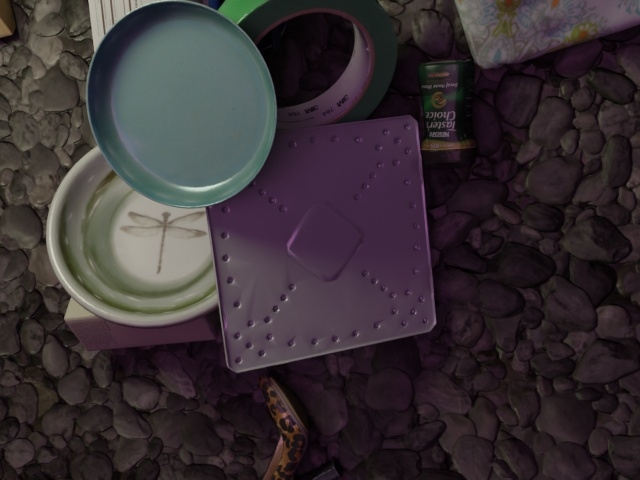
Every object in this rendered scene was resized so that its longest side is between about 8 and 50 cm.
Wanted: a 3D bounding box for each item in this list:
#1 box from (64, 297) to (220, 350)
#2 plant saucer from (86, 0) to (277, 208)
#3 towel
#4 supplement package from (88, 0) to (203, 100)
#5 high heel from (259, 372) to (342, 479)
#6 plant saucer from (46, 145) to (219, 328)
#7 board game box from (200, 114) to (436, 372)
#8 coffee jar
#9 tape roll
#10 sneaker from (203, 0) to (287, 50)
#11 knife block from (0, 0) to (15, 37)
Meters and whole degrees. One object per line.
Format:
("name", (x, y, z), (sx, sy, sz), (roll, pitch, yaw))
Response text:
("box", (-0.334, 0.134, 1.660), (0.275, 0.094, 0.113), (-6, 137, 13))
("plant saucer", (-0.211, -0.208, 1.346), (0.317, 0.044, 0.318), (5, 108, 15))
("towel", (0.382, -0.445, 1.339), (0.374, 0.090, 0.320), (-15, 131, 15))
("supplement package", (-0.266, -0.345, 1.498), (0.145, 0.262, 0.204), (-3, 100, 14))
("high heel", (-0.100, 0.394, 1.665), (0.186, 0.093, 0.261), (-29, 101, 10))
("plant saucer", (-0.288, -0.018, 1.589), (0.400, 0.100, 0.400), (-1, 65, 2))
("board game box", (0.000, 0.000, 1.502), (0.390, 0.050, 0.390), (-10, 99, -19))
("coffee jar", (0.219, -0.215, 1.499), (0.096, 0.079, 0.184), (0, 99, 23))
("tape roll", (-0.033, -0.293, 1.441), (0.321, 0.321, 0.077), (-43, 46, 16))
("sneaker", (-0.105, -0.474, 1.452), (0.130, 0.236, 0.323), (15, 103, 10))
("knife block", (-0.682, -0.507, 1.579), (0.088, 0.242, 0.276), (-9, 97, 15))
